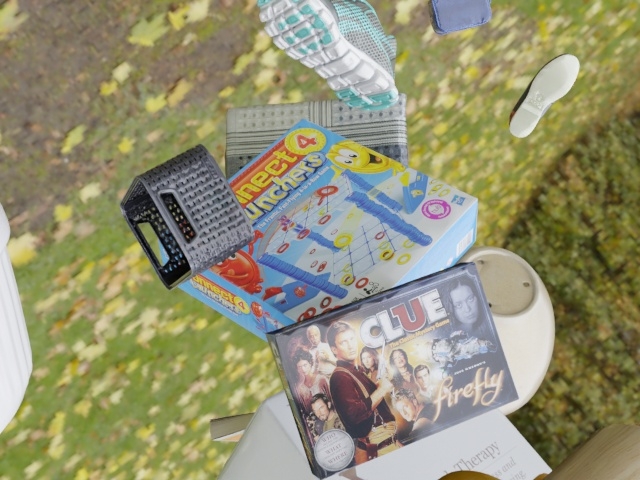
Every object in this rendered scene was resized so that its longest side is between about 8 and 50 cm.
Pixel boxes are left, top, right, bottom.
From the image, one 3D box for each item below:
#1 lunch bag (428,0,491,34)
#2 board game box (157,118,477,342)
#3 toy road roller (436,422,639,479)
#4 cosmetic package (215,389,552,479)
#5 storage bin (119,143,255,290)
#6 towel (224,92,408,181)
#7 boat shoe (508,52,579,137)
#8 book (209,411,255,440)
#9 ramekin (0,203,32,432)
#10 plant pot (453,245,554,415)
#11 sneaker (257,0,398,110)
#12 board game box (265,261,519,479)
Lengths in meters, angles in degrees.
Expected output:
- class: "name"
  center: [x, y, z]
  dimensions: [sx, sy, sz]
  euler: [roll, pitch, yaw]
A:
- class: "lunch bag"
  center: [0.218, -0.360, 1.523]
  dimensions: [0.098, 0.067, 0.065]
  euler: [-12, -172, -1]
- class: "board game box"
  center: [0.000, 0.000, 1.311]
  dimensions: [0.308, 0.302, 0.086]
  euler: [-44, 147, -31]
- class: "toy road roller"
  center: [0.150, 0.268, 0.800]
  dimensions: [0.202, 0.240, 0.329]
  euler: [-29, 138, -37]
- class: "cosmetic package"
  center: [0.097, 0.398, 1.415]
  dimensions: [0.329, 0.393, 0.327]
  euler: [-23, 153, -38]
- class: "storage bin"
  center: [-0.156, -0.023, 1.124]
  dimensions: [0.084, 0.122, 0.180]
  euler: [-30, 180, -21]
- class: "towel"
  center: [-0.010, -0.092, 1.676]
  dimensions: [0.324, 0.312, 0.056]
  euler: [-3, 170, 11]
- class: "boat shoe"
  center: [0.309, -0.205, 1.366]
  dimensions: [0.137, 0.049, 0.043]
  euler: [-57, -178, 28]
- class: "book"
  center: [-0.109, 0.315, 1.653]
  dimensions: [0.096, 0.035, 0.144]
  euler: [-16, 160, 19]
- class: "ramekin"
  center: [-0.305, 0.077, 0.600]
  dimensions: [0.273, 0.127, 0.273]
  euler: [-16, -160, 6]
- class: "plant pot"
  center: [0.255, 0.117, 1.571]
  dimensions: [0.284, 0.284, 0.191]
  euler: [-31, 156, -28]
- class: "sneaker"
  center: [0.010, -0.182, 0.829]
  dimensions: [0.065, 0.076, 0.166]
  euler: [-9, 145, 37]
- class: "board game box"
  center: [0.081, 0.138, 1.076]
  dimensions: [0.243, 0.165, 0.042]
  euler: [-19, -177, -15]
